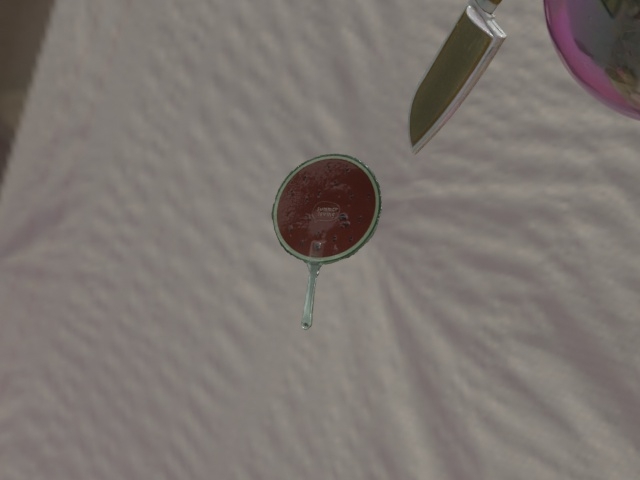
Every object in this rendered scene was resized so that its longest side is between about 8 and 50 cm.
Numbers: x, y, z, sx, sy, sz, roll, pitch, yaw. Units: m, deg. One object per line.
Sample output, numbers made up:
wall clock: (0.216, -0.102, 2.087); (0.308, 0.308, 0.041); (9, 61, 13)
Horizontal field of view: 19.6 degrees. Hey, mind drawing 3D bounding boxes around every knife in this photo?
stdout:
knife: (0.121, -0.163, 1.408); (0.046, 0.022, 0.256); (52, -48, 26)

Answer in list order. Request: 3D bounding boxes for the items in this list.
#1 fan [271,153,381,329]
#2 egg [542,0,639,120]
fan: (0.000, 0.000, 1.324); (0.085, 0.005, 0.133); (4, -108, 23)
egg: (0.254, -0.201, 1.233); (0.196, 0.196, 0.271); (40, -47, 35)
